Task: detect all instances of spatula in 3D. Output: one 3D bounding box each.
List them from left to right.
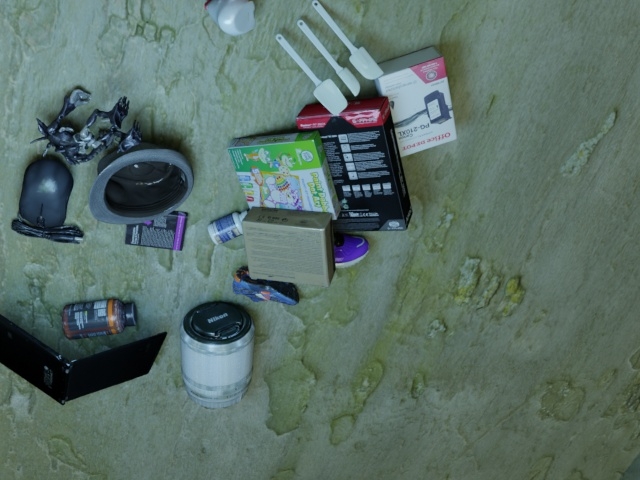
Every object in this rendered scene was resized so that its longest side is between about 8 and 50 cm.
[{"bbox_3d":[0.015,-0.445,1.603,0.168,0.019,0.242,-42,99,3],"label":"spatula"}]

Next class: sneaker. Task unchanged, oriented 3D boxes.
[{"bbox_3d":[-0.166,0.149,1.998,0.221,0.083,0.087,22,130,-17],"label":"sneaker"},{"bbox_3d":[0.000,0.000,1.909,0.294,0.102,0.146,-5,123,-8],"label":"sneaker"}]

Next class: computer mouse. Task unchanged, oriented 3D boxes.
[{"bbox_3d":[-0.704,-0.086,1.703,0.189,0.072,0.272,10,132,-14],"label":"computer mouse"}]

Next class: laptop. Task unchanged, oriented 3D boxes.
[{"bbox_3d":[-0.709,0.305,1.916,0.408,0.236,0.382,35,144,-1],"label":"laptop"}]

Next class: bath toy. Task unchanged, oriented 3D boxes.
[{"bbox_3d":[-0.194,-0.631,1.448,0.151,0.129,0.348,-33,142,-43],"label":"bath toy"}]

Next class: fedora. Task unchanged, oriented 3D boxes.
[{"bbox_3d":[-0.464,-0.163,1.674,0.276,0.124,0.243,-12,141,-29],"label":"fedora"}]

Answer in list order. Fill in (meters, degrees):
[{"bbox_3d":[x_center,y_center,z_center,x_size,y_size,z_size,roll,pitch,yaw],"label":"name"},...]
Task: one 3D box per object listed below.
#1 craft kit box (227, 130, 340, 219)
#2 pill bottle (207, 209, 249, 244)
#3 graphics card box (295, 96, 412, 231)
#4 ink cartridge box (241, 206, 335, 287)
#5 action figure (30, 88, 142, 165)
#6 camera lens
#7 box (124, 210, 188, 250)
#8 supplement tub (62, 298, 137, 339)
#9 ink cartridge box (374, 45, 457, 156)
[{"bbox_3d":[-0.093,-0.162,1.757,0.247,0.061,0.249,-4,127,19],"label":"craft kit box"},{"bbox_3d":[-0.250,-0.039,1.855,0.120,0.067,0.067,-24,124,5],"label":"pill bottle"},{"bbox_3d":[0.098,-0.192,1.756,0.233,0.094,0.370,-2,126,23],"label":"graphics card box"},{"bbox_3d":[-0.083,0.017,1.797,0.235,0.088,0.193,6,125,15],"label":"ink cartridge box"},{"bbox_3d":[-0.565,-0.270,1.607,0.276,0.140,0.164,-4,137,23],"label":"action figure"},{"bbox_3d":[-0.311,0.339,1.998,0.220,0.219,0.274,-1,123,-11],"label":"camera lens"},{"bbox_3d":[-0.458,-0.034,1.841,0.162,0.029,0.116,7,120,-17],"label":"box"},{"bbox_3d":[-0.641,0.228,1.929,0.198,0.106,0.106,-6,124,-7],"label":"supplement tub"},{"bbox_3d":[0.248,-0.357,1.725,0.172,0.100,0.237,-18,124,2],"label":"ink cartridge box"}]
